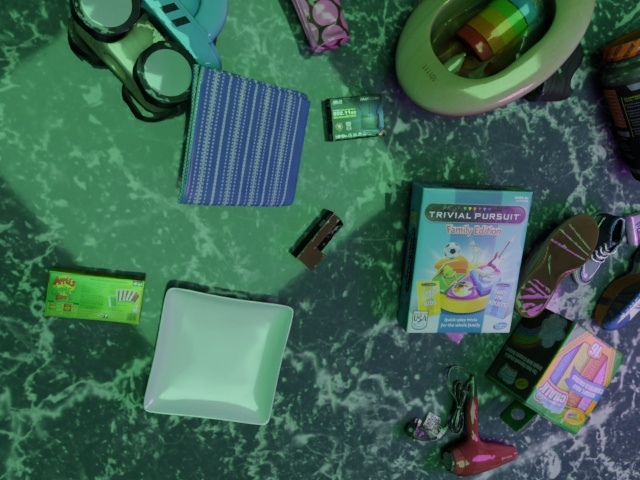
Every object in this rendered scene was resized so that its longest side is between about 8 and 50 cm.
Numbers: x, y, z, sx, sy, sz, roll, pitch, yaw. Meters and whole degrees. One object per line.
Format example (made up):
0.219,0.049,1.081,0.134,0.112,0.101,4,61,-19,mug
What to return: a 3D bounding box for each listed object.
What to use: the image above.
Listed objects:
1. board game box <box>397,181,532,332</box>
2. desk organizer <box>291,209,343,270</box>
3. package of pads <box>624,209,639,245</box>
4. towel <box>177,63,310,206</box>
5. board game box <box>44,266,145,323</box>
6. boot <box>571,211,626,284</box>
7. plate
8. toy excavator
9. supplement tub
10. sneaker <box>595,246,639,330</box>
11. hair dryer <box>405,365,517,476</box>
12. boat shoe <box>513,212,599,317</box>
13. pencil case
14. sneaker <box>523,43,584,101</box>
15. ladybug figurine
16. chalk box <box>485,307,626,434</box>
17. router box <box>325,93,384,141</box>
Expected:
0.322,0.042,1.330,0.253,0.079,0.336,1,106,-10,board game box
0.000,0.000,1.291,0.050,0.047,0.130,41,88,-18,desk organizer
0.809,-0.032,1.496,0.050,0.032,0.083,-16,102,-8,package of pads
-0.138,-0.186,1.127,0.336,0.040,0.243,-4,105,-58,towel
-0.457,0.113,1.195,0.181,0.043,0.092,8,96,-15,board game box
0.686,0.024,1.445,0.069,0.086,0.190,11,95,-15,boot
-0.221,0.251,1.275,0.278,0.045,0.277,11,96,-16,plate
-0.280,-0.508,1.082,0.445,0.222,0.433,-46,108,-17,toy excavator
0.787,-0.320,1.356,0.207,0.207,0.338,-28,105,-9,supplement tub
0.829,0.129,1.485,0.131,0.112,0.296,41,88,-16,sneaker
0.375,0.471,1.439,0.293,0.080,0.223,41,87,-16,hair dryer
0.549,0.056,1.413,0.109,0.098,0.302,41,82,-6,boat shoe
-0.017,-0.488,1.191,0.098,0.095,0.209,-36,107,-38,pencil case
0.544,-0.457,1.340,0.130,0.109,0.286,3,105,-24,sneaker
0.362,-0.427,1.225,0.449,0.162,0.305,-36,76,4,ladybug figurine
0.544,0.331,1.410,0.179,0.180,0.289,32,91,-16,chalk box
0.076,-0.267,1.273,0.122,0.038,0.092,-9,100,-13,router box
